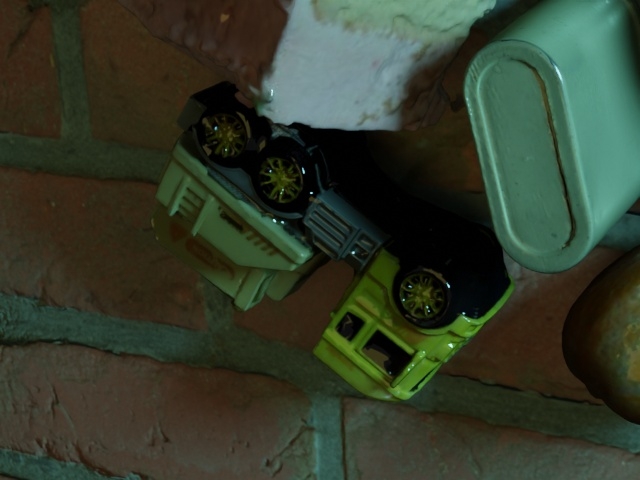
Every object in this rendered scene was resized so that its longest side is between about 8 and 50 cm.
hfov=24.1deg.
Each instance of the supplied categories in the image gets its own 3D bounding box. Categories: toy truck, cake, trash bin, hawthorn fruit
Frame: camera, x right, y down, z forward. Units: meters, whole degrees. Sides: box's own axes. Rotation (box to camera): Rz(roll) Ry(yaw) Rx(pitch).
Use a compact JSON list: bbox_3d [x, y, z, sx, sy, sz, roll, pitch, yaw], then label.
[{"bbox_3d":[0.000,0.000,1.668,0.405,0.180,0.254,39,120,8],"label":"toy truck"},{"bbox_3d":[-0.005,-0.302,1.443,0.314,0.293,0.307,45,127,36],"label":"cake"},{"bbox_3d":[0.240,-0.115,1.460,0.121,0.247,0.243,-5,109,30],"label":"trash bin"},{"bbox_3d":[0.367,0.071,1.512,0.199,0.199,0.251,39,112,7],"label":"hawthorn fruit"}]
